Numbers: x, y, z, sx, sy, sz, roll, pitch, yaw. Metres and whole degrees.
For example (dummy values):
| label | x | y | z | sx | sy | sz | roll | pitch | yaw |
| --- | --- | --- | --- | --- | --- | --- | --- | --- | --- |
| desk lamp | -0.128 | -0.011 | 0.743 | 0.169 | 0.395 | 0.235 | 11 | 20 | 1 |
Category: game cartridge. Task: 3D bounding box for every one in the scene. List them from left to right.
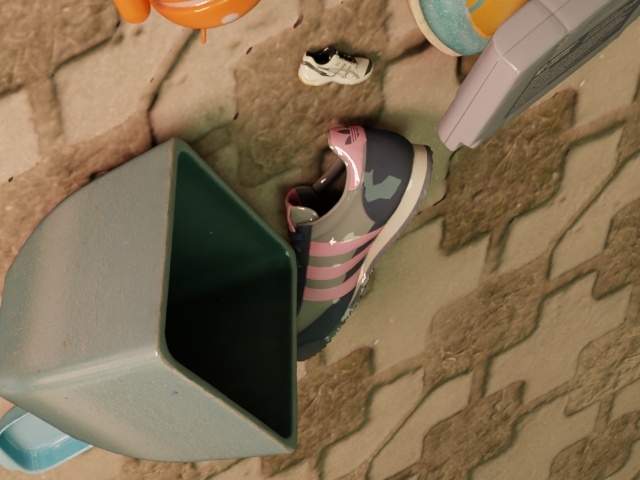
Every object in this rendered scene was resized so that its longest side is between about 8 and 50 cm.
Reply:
| label | x | y | z | sx | sy | sz | roll | pitch | yaw |
| --- | --- | --- | --- | --- | --- | --- | --- | --- | --- |
| game cartridge | 0.253 | -0.217 | 1.154 | 0.294 | 0.060 | 0.196 | -37 | 173 | -27 |

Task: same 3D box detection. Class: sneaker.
| label | x | y | z | sx | sy | sz | roll | pitch | yaw |
| --- | --- | --- | --- | --- | --- | --- | --- | --- | --- |
| sneaker | 0.000 | 0.000 | 1.311 | 0.131 | 0.112 | 0.319 | 19 | 118 | -20 |
| sneaker | 0.019 | -0.183 | 1.181 | 0.083 | 0.032 | 0.037 | -11 | 134 | -22 |

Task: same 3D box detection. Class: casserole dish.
| label | x | y | z | sx | sy | sz | roll | pitch | yaw |
| --- | --- | --- | --- | --- | --- | --- | --- | --- | --- |
| casserole dish | -0.303 | 0.210 | 1.366 | 0.188 | 0.037 | 0.114 | -30 | 138 | -3 |

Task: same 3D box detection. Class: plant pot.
| label | x | y | z | sx | sy | sz | roll | pitch | yaw |
| --- | --- | --- | --- | --- | --- | --- | --- | --- | --- |
| plant pot | -0.191 | 0.087 | 1.167 | 0.252 | 0.247 | 0.248 | -16 | 143 | 23 |

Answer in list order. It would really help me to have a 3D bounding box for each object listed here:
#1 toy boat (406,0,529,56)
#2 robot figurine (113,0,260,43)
| label | x | y | z | sx | sy | sz | roll | pitch | yaw |
| --- | --- | --- | --- | --- | --- | --- | --- | --- | --- |
| toy boat | 0.123 | -0.280 | 1.063 | 0.318 | 0.148 | 0.268 | -6 | 132 | -26 |
| robot figurine | -0.112 | -0.269 | 0.952 | 0.128 | 0.158 | 0.219 | -9 | 142 | 19 |
